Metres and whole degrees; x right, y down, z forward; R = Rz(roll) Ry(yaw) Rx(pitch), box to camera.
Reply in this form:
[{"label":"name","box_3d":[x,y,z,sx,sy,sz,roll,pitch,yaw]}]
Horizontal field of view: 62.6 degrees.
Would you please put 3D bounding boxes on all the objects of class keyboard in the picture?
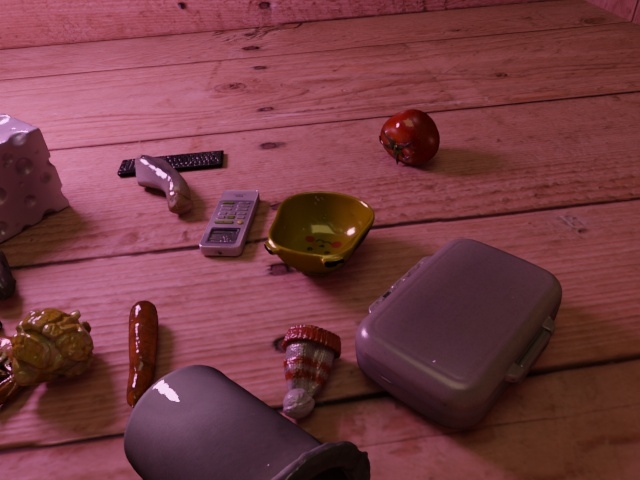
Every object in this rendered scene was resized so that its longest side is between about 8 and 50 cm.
[{"label":"keyboard","box_3d":[-0.447,-0.232,1.584,0.310,0.018,0.101,-6,37,-3]}]

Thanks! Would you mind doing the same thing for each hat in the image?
[{"label":"hat","box_3d":[-0.028,0.231,0.912,0.112,0.093,0.162,-1,55,19]}]

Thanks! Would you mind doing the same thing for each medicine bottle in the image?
[{"label":"medicine bottle","box_3d":[0.252,0.148,0.948,0.282,0.123,0.375,26,46,34]}]

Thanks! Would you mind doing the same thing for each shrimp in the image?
[{"label":"shrimp","box_3d":[-0.605,0.257,0.927,0.150,0.068,0.248,7,34,5]}]

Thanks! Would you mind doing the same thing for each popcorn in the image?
[{"label":"popcorn","box_3d":[-0.481,0.184,0.952,0.141,0.135,0.162,10,38,26]}]

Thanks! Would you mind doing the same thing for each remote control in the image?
[{"label":"remote control","box_3d":[-0.222,-0.049,1.316,0.103,0.034,0.250,2,38,7]}]

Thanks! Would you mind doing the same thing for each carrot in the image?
[{"label":"carrot","box_3d":[-0.331,0.208,0.975,0.059,0.059,0.248,-9,41,-7]}]

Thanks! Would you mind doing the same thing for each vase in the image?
[{"label":"vase","box_3d":[-0.118,0.313,0.703,0.291,0.245,0.245,20,43,40]}]

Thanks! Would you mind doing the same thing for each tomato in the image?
[{"label":"tomato","box_3d":[0.262,-0.295,1.498,0.167,0.167,0.167,-2,38,2]}]

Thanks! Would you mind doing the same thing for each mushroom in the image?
[{"label":"mushroom","box_3d":[-0.425,-0.159,1.429,0.096,0.099,0.278,-34,50,-26]}]

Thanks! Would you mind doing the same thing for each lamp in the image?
[{"label":"lamp","box_3d":[-0.745,0.058,1.164,0.250,0.101,0.101,32,49,34]}]

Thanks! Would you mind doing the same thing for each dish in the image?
[{"label":"dish","box_3d":[0.000,0.000,1.173,0.221,0.108,0.262,9,38,16]}]

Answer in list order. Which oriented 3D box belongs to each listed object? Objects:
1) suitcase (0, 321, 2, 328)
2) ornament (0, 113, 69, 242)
[{"label":"suitcase","box_3d":[-0.707,0.177,1.039,0.086,0.059,0.126,18,42,23]},{"label":"ornament","box_3d":[-0.849,-0.164,1.349,0.239,0.239,0.240,22,44,27]}]
